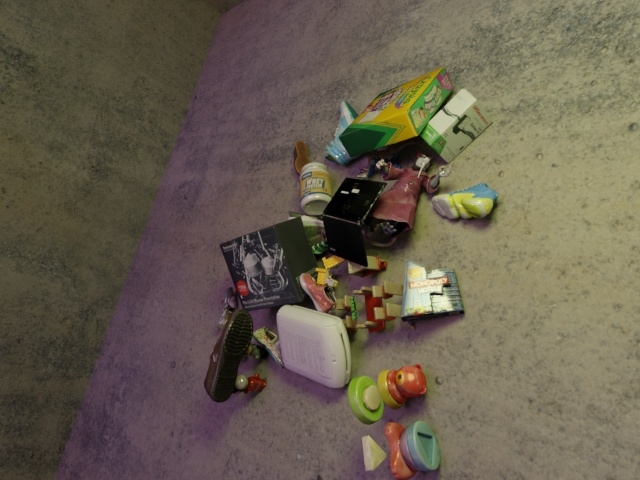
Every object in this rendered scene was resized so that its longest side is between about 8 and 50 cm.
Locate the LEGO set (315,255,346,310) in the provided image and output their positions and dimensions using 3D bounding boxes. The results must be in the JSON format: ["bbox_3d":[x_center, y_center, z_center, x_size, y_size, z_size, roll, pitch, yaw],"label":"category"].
[{"bbox_3d":[0.068,0.124,1.681,0.132,0.107,0.287,32,98,33],"label":"LEGO set"}]

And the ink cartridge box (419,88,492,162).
[{"bbox_3d":[0.472,-0.397,1.522,0.208,0.153,0.087,-45,46,19],"label":"ink cartridge box"}]

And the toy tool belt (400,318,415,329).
[{"bbox_3d":[0.301,0.252,1.449,0.051,0.052,0.083,18,83,19],"label":"toy tool belt"}]

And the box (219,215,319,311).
[{"bbox_3d":[-0.203,0.103,1.797,0.343,0.179,0.312,-17,94,38],"label":"box"}]

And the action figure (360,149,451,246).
[{"bbox_3d":[0.318,-0.163,1.574,0.248,0.276,0.370,25,68,25],"label":"action figure"}]

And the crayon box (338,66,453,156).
[{"bbox_3d":[0.287,-0.485,1.645,0.313,0.106,0.363,-9,34,47],"label":"crayon box"}]

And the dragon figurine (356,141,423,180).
[{"bbox_3d":[0.268,-0.321,1.727,0.289,0.144,0.085,-15,57,16],"label":"dragon figurine"}]

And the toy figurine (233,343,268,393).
[{"bbox_3d":[-0.338,0.536,1.836,0.213,0.148,0.209,-15,61,39],"label":"toy figurine"}]

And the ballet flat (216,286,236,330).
[{"bbox_3d":[-0.439,0.334,2.105,0.068,0.072,0.213,10,76,17],"label":"ballet flat"}]

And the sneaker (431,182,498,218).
[{"bbox_3d":[0.487,-0.133,1.447,0.126,0.091,0.240,-36,26,-18],"label":"sneaker"}]

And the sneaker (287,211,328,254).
[{"bbox_3d":[0.000,0.000,1.810,0.410,0.158,0.182,19,99,51],"label":"sneaker"}]

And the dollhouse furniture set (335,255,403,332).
[{"bbox_3d":[0.182,0.189,1.531,0.262,0.135,0.259,-30,57,47],"label":"dollhouse furniture set"}]

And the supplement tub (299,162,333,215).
[{"bbox_3d":[-0.021,-0.227,1.912,0.144,0.144,0.199,-26,54,33],"label":"supplement tub"}]

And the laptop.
[{"bbox_3d":[0.126,-0.073,1.541,0.234,0.136,0.264,19,73,54],"label":"laptop"}]

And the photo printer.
[{"bbox_3d":[-0.018,0.379,1.570,0.307,0.107,0.256,6,108,45],"label":"photo printer"}]

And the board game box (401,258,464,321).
[{"bbox_3d":[0.342,0.148,1.392,0.194,0.060,0.194,-11,61,12],"label":"board game box"}]

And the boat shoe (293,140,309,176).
[{"bbox_3d":[-0.093,-0.387,2.124,0.073,0.073,0.207,112,160,-56],"label":"boat shoe"}]

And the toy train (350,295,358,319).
[{"bbox_3d":[0.113,0.231,1.481,0.024,0.017,0.083,-44,46,53],"label":"toy train"}]

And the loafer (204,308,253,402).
[{"bbox_3d":[-0.386,0.445,1.738,0.130,0.134,0.366,0,64,43],"label":"loafer"}]

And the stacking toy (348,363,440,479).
[{"bbox_3d":[0.226,0.498,1.229,0.130,0.279,0.309,-32,55,31],"label":"stacking toy"}]

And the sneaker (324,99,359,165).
[{"bbox_3d":[0.088,-0.471,1.945,0.208,0.127,0.319,-34,49,25],"label":"sneaker"}]

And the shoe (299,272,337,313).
[{"bbox_3d":[-0.006,0.179,1.605,0.081,0.063,0.178,-48,63,34],"label":"shoe"}]

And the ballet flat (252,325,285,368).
[{"bbox_3d":[-0.200,0.433,1.810,0.077,0.091,0.241,-43,45,-15],"label":"ballet flat"}]
